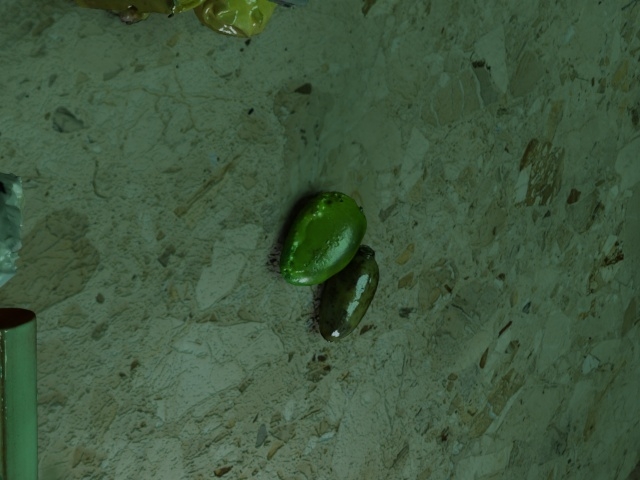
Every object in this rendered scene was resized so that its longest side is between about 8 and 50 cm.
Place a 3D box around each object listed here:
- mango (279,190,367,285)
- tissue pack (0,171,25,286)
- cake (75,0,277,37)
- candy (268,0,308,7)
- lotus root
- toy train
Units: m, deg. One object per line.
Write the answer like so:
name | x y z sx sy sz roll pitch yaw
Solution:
mango | 0.000 0.000 1.793 0.119 0.100 0.178 43 75 -9
tissue pack | -0.501 0.063 1.052 0.390 0.195 0.375 17 127 -38
cake | -0.186 -0.385 1.344 0.222 0.227 0.286 -34 127 -38
candy | -0.085 -0.354 1.154 0.137 0.195 0.184 1 107 -44
lotus root | 0.050 0.093 1.885 0.081 0.089 0.179 21 92 -18
toy train | -0.410 0.213 1.338 0.177 0.116 0.285 -23 118 -61
